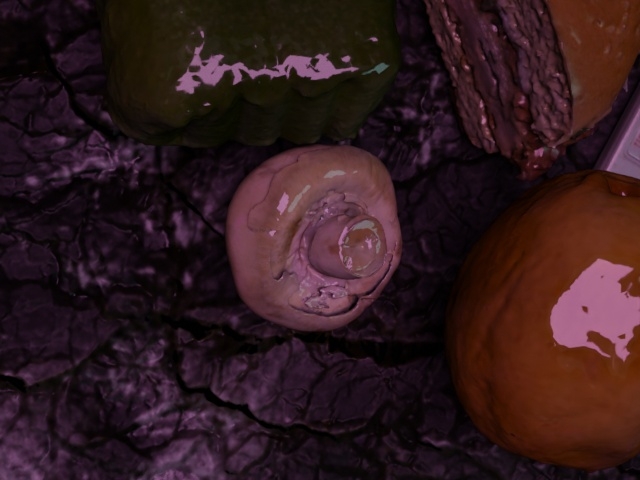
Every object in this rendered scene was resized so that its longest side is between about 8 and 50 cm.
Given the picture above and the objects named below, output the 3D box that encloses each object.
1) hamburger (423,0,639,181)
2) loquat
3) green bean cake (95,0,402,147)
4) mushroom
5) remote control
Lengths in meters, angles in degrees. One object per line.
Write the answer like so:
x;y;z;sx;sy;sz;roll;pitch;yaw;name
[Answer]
0.181;-0.225;0.716;0.245;0.155;0.282;-37;106;-15;hamburger
0.194;0.057;0.690;0.193;0.238;0.238;9;91;8;loquat
-0.058;-0.188;0.671;0.222;0.125;0.248;-4;72;-9;green bean cake
0.000;0.000;0.708;0.154;0.122;0.154;-9;108;-31;mushroom
0.311;-0.107;0.795;0.087;0.029;0.190;28;88;-8;remote control
